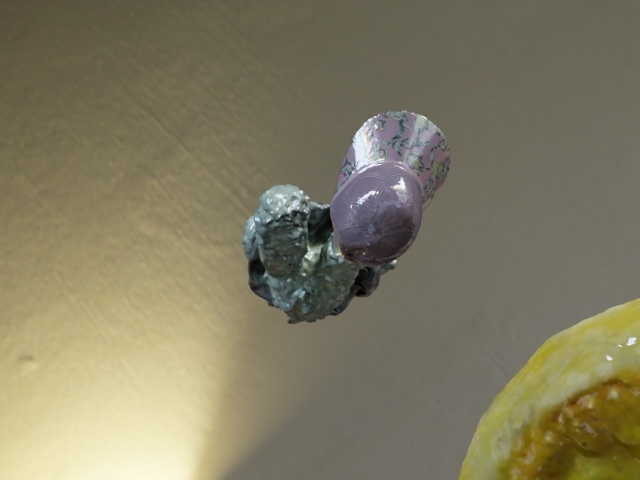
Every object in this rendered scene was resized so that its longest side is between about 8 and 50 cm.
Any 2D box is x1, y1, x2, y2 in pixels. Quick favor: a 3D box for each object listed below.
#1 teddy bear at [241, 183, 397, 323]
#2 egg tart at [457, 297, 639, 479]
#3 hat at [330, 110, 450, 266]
[{"bbox_3d":[-0.004,0.019,1.231,0.133,0.213,0.111,14,-95,-3],"label":"teddy bear"},{"bbox_3d":[0.221,0.172,0.737,0.128,0.319,0.319,-6,-51,-55],"label":"egg tart"},{"bbox_3d":[0.038,-0.026,0.758,0.058,0.042,0.087,39,-97,-20],"label":"hat"}]
